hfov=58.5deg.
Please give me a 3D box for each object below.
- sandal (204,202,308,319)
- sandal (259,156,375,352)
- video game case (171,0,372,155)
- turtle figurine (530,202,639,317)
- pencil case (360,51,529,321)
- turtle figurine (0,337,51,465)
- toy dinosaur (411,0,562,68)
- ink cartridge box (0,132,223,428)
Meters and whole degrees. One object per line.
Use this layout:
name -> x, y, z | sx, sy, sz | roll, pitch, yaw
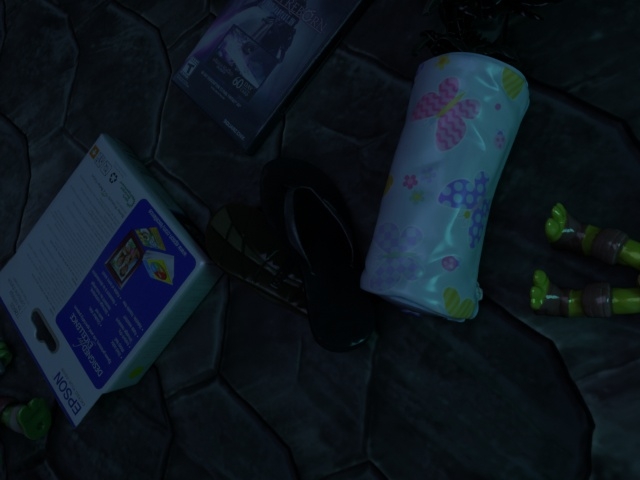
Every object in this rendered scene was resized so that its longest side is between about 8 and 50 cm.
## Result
sandal -> -0.053, 0.035, 0.705 | 0.219, 0.060, 0.090 | 30, 68, 14
sandal -> 0.001, 0.000, 0.659 | 0.097, 0.054, 0.255 | -18, 65, -13
video game case -> -0.075, -0.281, 0.800 | 0.196, 0.026, 0.274 | 44, 102, 27
turtle figurine -> 0.311, 0.026, 0.502 | 0.217, 0.087, 0.270 | 13, 94, 36
pencil case -> 0.130, -0.053, 0.597 | 0.124, 0.113, 0.273 | 13, 86, 19
turtle figurine -> -0.553, 0.224, 0.847 | 0.266, 0.197, 0.275 | 12, 89, 25
toy dinosaur -> 0.173, -0.302, 0.603 | 0.321, 0.164, 0.219 | -1, 76, 25
ink cartridge box -> -0.319, 0.051, 0.837 | 0.303, 0.072, 0.307 | 45, 104, 26
